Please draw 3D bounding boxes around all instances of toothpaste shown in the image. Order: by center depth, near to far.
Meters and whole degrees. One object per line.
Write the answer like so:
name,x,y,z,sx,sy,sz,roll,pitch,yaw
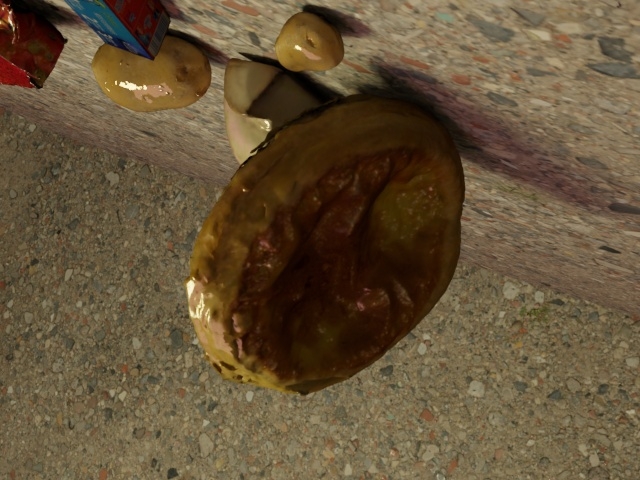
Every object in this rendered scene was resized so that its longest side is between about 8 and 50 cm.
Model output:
toothpaste,-0.247,-0.286,0.925,0.076,0.066,0.320,20,176,4

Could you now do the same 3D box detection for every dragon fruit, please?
dragon fruit,-0.512,-0.335,1.318,0.161,0.126,0.274,35,168,-38

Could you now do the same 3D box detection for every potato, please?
potato,-0.013,-0.203,0.866,0.083,0.062,0.068,-25,112,44
potato,-0.240,-0.243,1.193,0.178,0.118,0.109,5,-154,22

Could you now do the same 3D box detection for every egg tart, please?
egg tart,0.000,0.000,1.107,0.443,0.443,0.178,25,-169,-47

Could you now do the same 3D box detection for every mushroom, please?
mushroom,-0.085,-0.154,1.208,0.173,0.162,0.236,16,173,36

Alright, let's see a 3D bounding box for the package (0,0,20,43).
package,-0.554,-0.372,1.106,0.288,0.108,0.223,13,171,2
